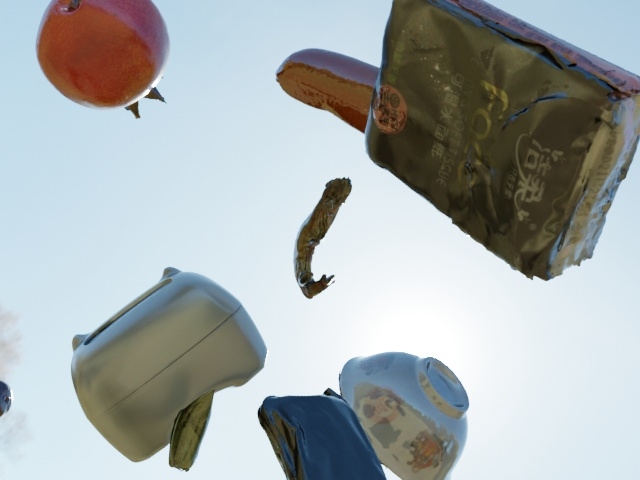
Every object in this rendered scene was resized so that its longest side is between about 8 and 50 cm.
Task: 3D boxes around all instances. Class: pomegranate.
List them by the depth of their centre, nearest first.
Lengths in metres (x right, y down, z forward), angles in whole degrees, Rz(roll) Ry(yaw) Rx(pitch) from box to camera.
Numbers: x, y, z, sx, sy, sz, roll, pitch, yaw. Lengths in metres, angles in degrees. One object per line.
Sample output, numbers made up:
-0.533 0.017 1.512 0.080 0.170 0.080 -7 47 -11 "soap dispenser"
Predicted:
-0.358 -0.318 1.599 0.221 0.220 0.256 6 -36 31 "pomegranate"

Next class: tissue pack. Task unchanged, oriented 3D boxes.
0.193 -0.136 1.074 0.332 0.123 0.245 40 -45 36 "tissue pack"
-0.280 0.206 1.680 0.236 0.333 0.229 54 -12 -11 "tissue pack"

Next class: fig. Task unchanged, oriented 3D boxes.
-0.731 0.341 2.033 0.125 0.088 0.088 1 -46 13 "fig"

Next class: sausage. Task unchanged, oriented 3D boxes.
0.077 -0.213 1.429 0.348 0.097 0.094 31 -38 24 "sausage"

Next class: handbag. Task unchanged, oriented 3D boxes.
0.020 0.376 1.530 0.192 0.332 0.075 6 -49 -36 "handbag"

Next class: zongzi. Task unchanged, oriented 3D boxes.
-0.198 0.301 1.491 0.052 0.104 0.113 23 -44 -24 "zongzi"

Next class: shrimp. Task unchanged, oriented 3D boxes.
0.000 0.000 1.517 0.046 0.152 0.219 12 -50 -20 "shrimp"

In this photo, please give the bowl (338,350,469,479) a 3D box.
0.215 0.349 2.018 0.345 0.345 0.157 43 -67 -12 "bowl"
